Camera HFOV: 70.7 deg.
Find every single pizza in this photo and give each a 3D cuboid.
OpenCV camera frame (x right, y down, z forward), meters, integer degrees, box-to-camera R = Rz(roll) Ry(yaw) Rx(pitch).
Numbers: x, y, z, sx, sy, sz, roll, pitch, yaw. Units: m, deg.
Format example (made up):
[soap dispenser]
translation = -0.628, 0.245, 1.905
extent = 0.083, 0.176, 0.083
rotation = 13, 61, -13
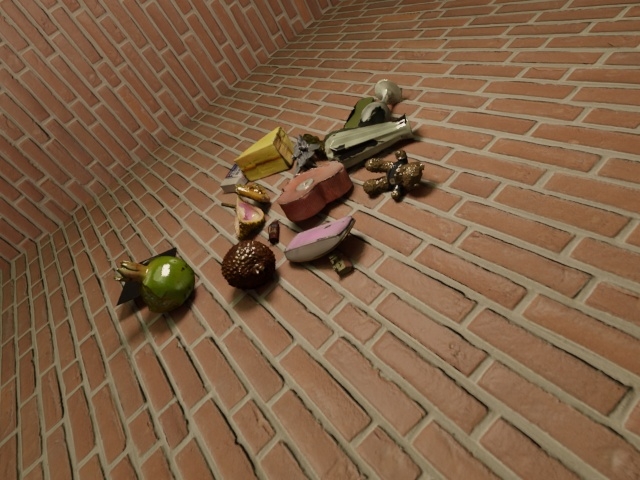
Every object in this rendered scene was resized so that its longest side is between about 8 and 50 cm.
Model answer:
[pizza]
translation = -0.291, -0.220, 2.051
extent = 0.147, 0.226, 0.069
rotation = 22, 101, 15

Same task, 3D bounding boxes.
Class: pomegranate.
[pomegranate]
translation = -0.651, 0.154, 1.787
extent = 0.236, 0.302, 0.235
rotation = -42, 32, 34

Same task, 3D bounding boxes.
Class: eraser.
[eraser]
translation = -0.422, -0.344, 2.355
extent = 0.125, 0.068, 0.210
rotation = 0, 49, 36

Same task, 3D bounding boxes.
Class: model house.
[model house]
translation = 0.069, 0.072, 1.531
extent = 0.058, 0.057, 0.083
rotation = -33, 35, 10

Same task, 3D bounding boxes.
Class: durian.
[durian]
translation = -0.330, -0.094, 1.957
extent = 0.182, 0.132, 0.165
rotation = 27, 75, 46

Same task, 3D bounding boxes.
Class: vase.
[vase]
translation = 0.204, -0.417, 1.901
extent = 0.361, 0.165, 0.165
rotation = -18, 40, 15

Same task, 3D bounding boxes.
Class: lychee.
[lychee]
translation = -0.261, 0.090, 1.652
extent = 0.200, 0.200, 0.238
rotation = -50, 26, -19

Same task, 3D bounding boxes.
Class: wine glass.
[wine glass]
translation = 0.269, -0.593, 2.055
extent = 0.144, 0.143, 0.320
rotation = -4, 49, 34

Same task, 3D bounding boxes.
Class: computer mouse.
[computer mouse]
translation = 0.000, 0.000, 1.625
extent = 0.311, 0.071, 0.158
rotation = -19, 26, 40

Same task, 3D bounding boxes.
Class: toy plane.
[toy plane]
translation = -0.094, -0.440, 2.145
extent = 0.212, 0.088, 0.267
rotation = -46, 43, 30

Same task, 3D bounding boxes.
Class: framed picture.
[framed picture]
translation = -0.787, 0.156, 2.061
extent = 0.244, 0.013, 0.323
rotation = -23, 29, 3

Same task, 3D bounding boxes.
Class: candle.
[candle]
translation = -0.042, -0.197, 1.863
extent = 0.317, 0.131, 0.287
rotation = -37, 29, -19

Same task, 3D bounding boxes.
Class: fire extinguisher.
[fire extinguisher]
translation = -0.191, -0.040, 1.868
extent = 0.056, 0.039, 0.132
rotation = -15, 40, 10

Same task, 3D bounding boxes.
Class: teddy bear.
[teddy bear]
translation = 0.280, -0.247, 1.675
extent = 0.129, 0.181, 0.252
rotation = -15, 19, -41

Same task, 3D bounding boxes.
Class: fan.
[fan]
translation = 0.140, -0.475, 1.950
extent = 0.310, 0.182, 0.010
rotation = -30, 61, 48

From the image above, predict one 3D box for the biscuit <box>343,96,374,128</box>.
[biscuit]
translation = 0.183, -0.600, 2.205
extent = 0.099, 0.038, 0.322
rotation = -2, 47, 32

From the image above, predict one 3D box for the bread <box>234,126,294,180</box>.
[bread]
translation = -0.274, -0.432, 2.258
extent = 0.264, 0.167, 0.163
rotation = -14, 40, 27

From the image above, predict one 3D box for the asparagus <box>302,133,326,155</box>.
[asparagus]
translation = -0.013, -0.457, 2.168
extent = 0.080, 0.080, 0.287
rotation = -36, 31, -2

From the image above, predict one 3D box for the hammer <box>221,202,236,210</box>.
[hammer]
translation = -0.439, -0.169, 2.217
extent = 0.182, 0.017, 0.062
rotation = 11, 55, 46
